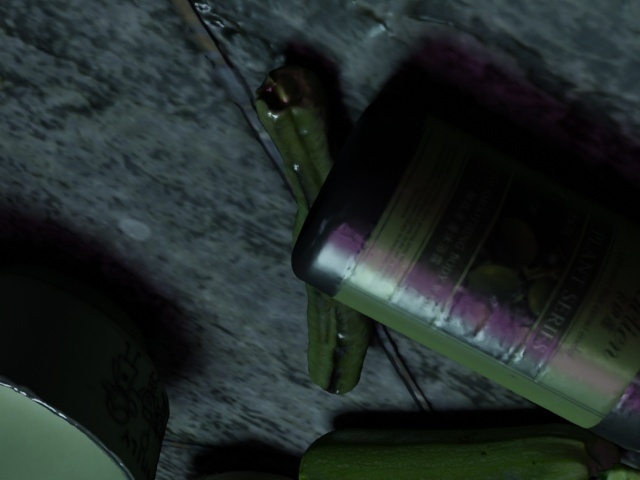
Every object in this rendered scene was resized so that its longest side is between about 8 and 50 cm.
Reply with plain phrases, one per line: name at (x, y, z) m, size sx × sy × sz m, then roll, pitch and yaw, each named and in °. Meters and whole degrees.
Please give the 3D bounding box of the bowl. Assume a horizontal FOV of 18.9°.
bowl at (-0.184, 0.092, 1.232) m, size 0.211 × 0.112 × 0.211 m, roll 20°, pitch 149°, yaw 12°

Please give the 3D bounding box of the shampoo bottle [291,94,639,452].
shampoo bottle at (0.130, 0.036, 0.925) m, size 0.284 × 0.101 × 0.101 m, roll 28°, pitch 149°, yaw -4°

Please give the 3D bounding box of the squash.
squash at (0.078, 0.142, 1.164) m, size 0.229 × 0.066 × 0.066 m, roll -9°, pitch 135°, yaw 42°

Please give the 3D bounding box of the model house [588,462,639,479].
model house at (0.242, 0.229, 0.996) m, size 0.214 × 0.189 × 0.195 m, roll 4°, pitch 164°, yaw 27°

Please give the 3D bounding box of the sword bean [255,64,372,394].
sword bean at (0.000, 0.000, 1.031) m, size 0.043 × 0.038 × 0.269 m, roll -6°, pitch 144°, yaw 3°

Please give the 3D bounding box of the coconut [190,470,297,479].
coconut at (-0.051, 0.239, 1.315) m, size 0.161 × 0.161 × 0.162 m, roll 37°, pitch 156°, yaw -18°
